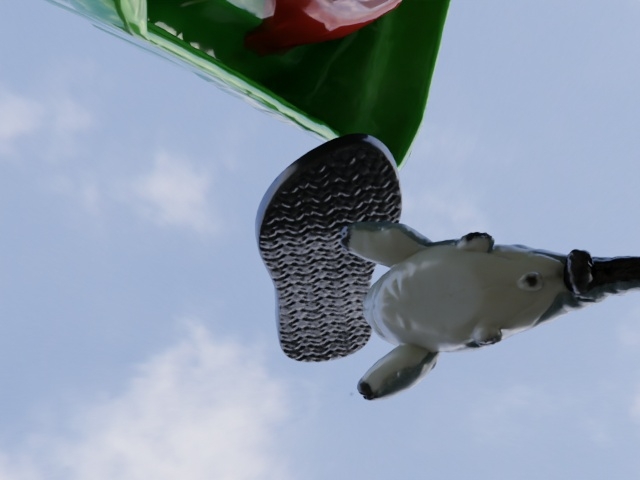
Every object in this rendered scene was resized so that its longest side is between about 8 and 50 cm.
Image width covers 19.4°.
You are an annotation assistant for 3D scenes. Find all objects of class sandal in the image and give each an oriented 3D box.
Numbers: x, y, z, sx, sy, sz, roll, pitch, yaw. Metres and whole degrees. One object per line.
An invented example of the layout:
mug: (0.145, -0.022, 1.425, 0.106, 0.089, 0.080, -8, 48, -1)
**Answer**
sandal: (0.000, 0.000, 0.896, 0.067, 0.179, 0.040, -5, -122, -6)

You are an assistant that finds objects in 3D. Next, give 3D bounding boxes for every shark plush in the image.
shark plush: (0.075, 0.012, 0.758, 0.161, 0.067, 0.073, -24, -104, 41)

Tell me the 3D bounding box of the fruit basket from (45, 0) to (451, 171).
fruit basket: (0.035, -0.185, 0.805, 0.392, 0.392, 0.283, 13, -93, 2)
